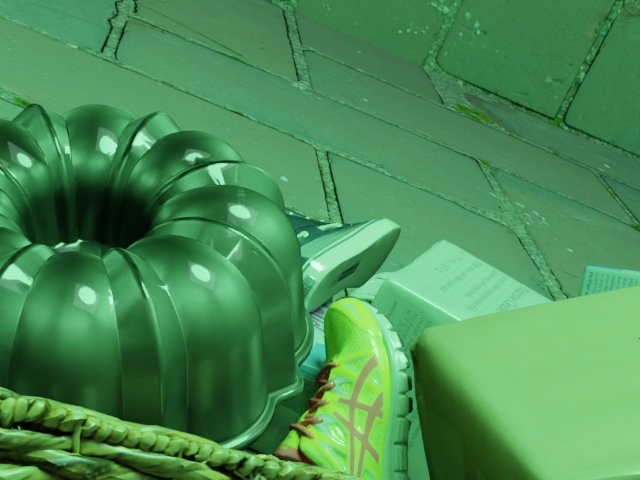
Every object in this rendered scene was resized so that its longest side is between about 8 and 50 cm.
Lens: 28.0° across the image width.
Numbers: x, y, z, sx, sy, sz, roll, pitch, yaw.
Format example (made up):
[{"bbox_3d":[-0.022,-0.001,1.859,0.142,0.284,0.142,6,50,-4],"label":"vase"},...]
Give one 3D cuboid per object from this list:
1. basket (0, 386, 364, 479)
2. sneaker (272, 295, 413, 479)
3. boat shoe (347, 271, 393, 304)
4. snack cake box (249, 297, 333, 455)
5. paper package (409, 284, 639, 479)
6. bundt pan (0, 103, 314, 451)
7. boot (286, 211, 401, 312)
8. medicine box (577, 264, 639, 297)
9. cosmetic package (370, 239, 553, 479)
[{"bbox_3d":[-0.090,0.211,0.657,0.299,0.223,0.213,17,-13,-23],"label":"basket"},{"bbox_3d":[0.011,0.135,0.908,0.094,0.081,0.209,4,62,-16],"label":"sneaker"},{"bbox_3d":[0.137,0.114,1.250,0.258,0.095,0.084,20,20,18],"label":"boat shoe"},{"bbox_3d":[-0.072,0.065,1.090,0.152,0.089,0.264,22,19,-8],"label":"snack cake box"},{"bbox_3d":[0.239,0.136,0.758,0.309,0.168,0.325,-11,11,-5],"label":"paper package"},{"bbox_3d":[-0.160,0.012,0.879,0.330,0.124,0.331,6,35,-4],"label":"bundt pan"},{"bbox_3d":[0.000,0.000,1.107,0.086,0.069,0.190,35,21,15],"label":"boot"},{"bbox_3d":[0.459,0.128,1.372,0.263,0.149,0.289,9,0,-41],"label":"medicine box"},{"bbox_3d":[0.211,0.169,1.067,0.385,0.156,0.217,28,17,12],"label":"cosmetic package"}]
